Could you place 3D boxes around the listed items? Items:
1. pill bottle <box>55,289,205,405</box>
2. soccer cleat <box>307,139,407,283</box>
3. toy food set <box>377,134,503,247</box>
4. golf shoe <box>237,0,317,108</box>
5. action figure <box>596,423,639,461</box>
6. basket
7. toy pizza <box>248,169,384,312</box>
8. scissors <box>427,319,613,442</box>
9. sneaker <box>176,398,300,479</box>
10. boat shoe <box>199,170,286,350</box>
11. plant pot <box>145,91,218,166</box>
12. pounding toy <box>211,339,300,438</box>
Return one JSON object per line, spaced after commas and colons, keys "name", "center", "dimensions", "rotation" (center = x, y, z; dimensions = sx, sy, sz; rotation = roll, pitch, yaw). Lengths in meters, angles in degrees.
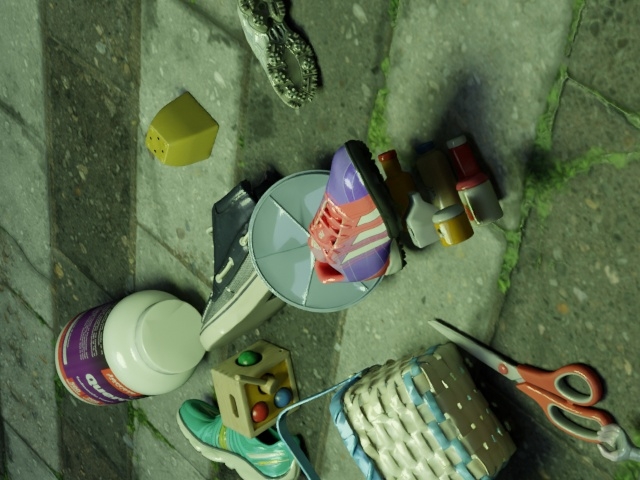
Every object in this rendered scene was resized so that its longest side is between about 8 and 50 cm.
{"name": "pill bottle", "center": [-0.327, 0.188, 2.365], "dimensions": [0.323, 0.181, 0.181], "rotation": [-19, 99, 56]}
{"name": "soccer cleat", "center": [0.035, -0.021, 1.677], "dimensions": [0.318, 0.116, 0.108], "rotation": [72, 177, -69]}
{"name": "toy food set", "center": [0.142, -0.065, 1.628], "dimensions": [0.232, 0.111, 0.104], "rotation": [-134, 21, -81]}
{"name": "golf shoe", "center": [-0.060, -0.259, 1.822], "dimensions": [0.176, 0.069, 0.086], "rotation": [67, 165, -5]}
{"name": "action figure", "center": [0.454, 0.285, 1.496], "dimensions": [0.276, 0.248, 0.370], "rotation": [3, 142, 4]}
{"name": "basket", "center": [0.103, 0.292, 1.845], "dimensions": [0.289, 0.201, 0.254], "rotation": [-32, 87, 25]}
{"name": "toy pizza", "center": [0.000, 0.000, 1.864], "dimensions": [0.201, 0.032, 0.201], "rotation": [2, 103, 10]}
{"name": "scissors", "center": [0.253, 0.182, 1.759], "dimensions": [0.297, 0.021, 0.109], "rotation": [15, 127, 44]}
{"name": "sneaker", "center": [-0.133, 0.328, 2.320], "dimensions": [0.275, 0.107, 0.109], "rotation": [23, 112, 36]}
{"name": "boat shoe", "center": [-0.118, 0.031, 2.053], "dimensions": [0.158, 0.127, 0.340], "rotation": [57, 137, 13]}
{"name": "plant pot", "center": [-0.219, -0.161, 2.060], "dimensions": [0.081, 0.083, 0.081], "rotation": [48, 144, 19]}
{"name": "pounding toy", "center": [-0.103, 0.232, 2.156], "dimensions": [0.100, 0.130, 0.141], "rotation": [19, 128, 44]}
